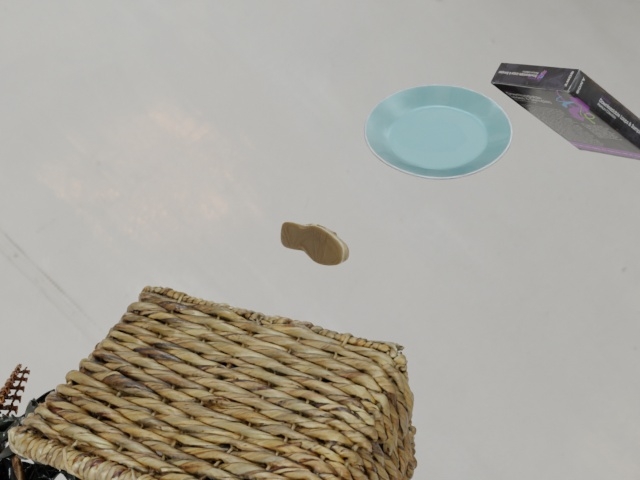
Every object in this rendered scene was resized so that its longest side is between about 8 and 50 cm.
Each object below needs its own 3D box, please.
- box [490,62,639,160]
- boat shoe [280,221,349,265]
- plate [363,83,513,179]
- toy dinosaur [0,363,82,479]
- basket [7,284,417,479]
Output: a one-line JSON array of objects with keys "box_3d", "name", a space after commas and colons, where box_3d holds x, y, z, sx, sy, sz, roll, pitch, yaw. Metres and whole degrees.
[{"box_3d": [0.270, -0.132, 0.877, 0.162, 0.116, 0.029, 25, 90, -33], "name": "box"}, {"box_3d": [0.000, 0.000, 1.425, 0.059, 0.170, 0.063, -4, 108, -37], "name": "boat shoe"}, {"box_3d": [0.149, -0.135, 1.079, 0.188, 0.024, 0.188, -2, 47, 2], "name": "plate"}, {"box_3d": [-0.428, 0.298, 1.113, 0.218, 0.164, 0.322, -23, 63, 16], "name": "toy dinosaur"}, {"box_3d": [-0.085, 0.206, 0.764, 0.299, 0.214, 0.223, 11, 40, 23], "name": "basket"}]
